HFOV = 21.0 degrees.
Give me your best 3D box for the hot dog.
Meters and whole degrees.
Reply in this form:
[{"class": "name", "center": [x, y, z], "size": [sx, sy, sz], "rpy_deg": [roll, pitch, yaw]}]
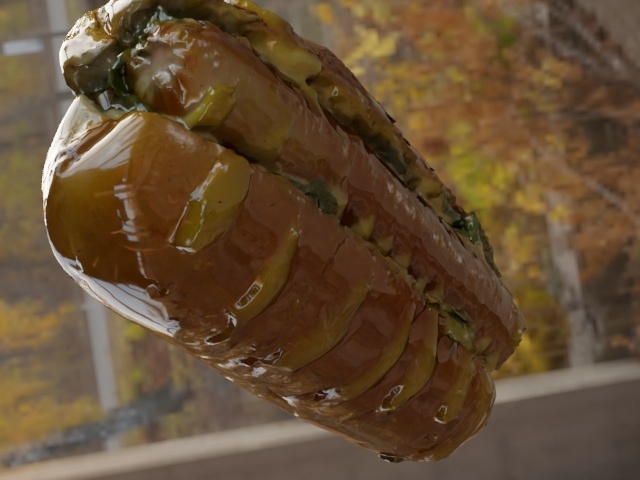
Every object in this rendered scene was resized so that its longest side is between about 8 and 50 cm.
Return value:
[{"class": "hot dog", "center": [0.000, 0.000, 0.581], "size": [0.269, 0.072, 0.115], "rpy_deg": [33, -132, -56]}]
